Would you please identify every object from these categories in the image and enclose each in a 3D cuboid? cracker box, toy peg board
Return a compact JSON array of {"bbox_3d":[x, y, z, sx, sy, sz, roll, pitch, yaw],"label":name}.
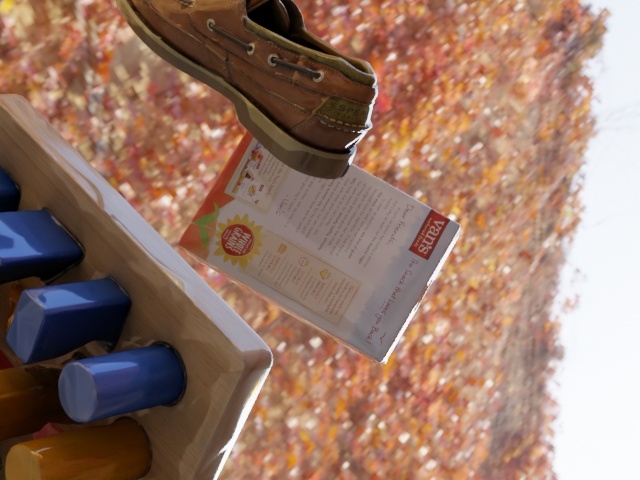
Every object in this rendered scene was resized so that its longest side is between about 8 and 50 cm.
[{"bbox_3d":[0.000,0.000,1.293,0.232,0.155,0.067,30,-8,9],"label":"cracker box"},{"bbox_3d":[-0.121,0.057,0.468,0.161,0.079,0.160,42,-59,29],"label":"toy peg board"}]

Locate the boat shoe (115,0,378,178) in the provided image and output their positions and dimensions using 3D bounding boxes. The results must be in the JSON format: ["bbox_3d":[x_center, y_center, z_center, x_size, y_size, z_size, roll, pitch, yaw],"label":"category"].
[{"bbox_3d":[-0.061,-0.181,1.171,0.307,0.111,0.104,40,-61,27],"label":"boat shoe"}]
